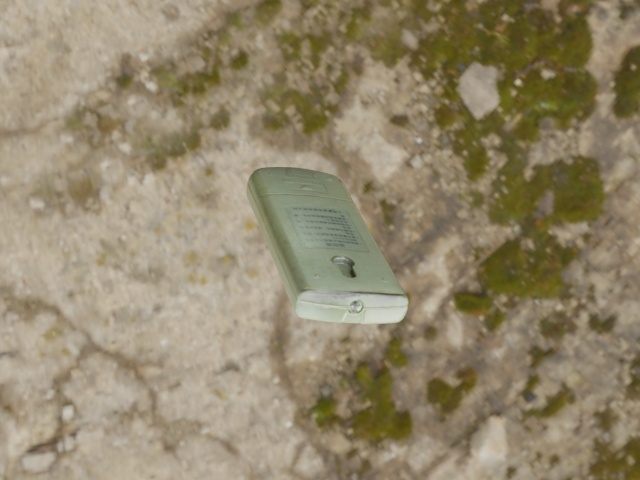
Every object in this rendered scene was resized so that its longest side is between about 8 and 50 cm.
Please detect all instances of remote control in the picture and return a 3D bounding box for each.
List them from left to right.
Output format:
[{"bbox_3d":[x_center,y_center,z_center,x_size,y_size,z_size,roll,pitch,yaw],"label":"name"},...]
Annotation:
[{"bbox_3d":[0.000,0.000,1.070,0.098,0.233,0.038,3,118,-18],"label":"remote control"}]
